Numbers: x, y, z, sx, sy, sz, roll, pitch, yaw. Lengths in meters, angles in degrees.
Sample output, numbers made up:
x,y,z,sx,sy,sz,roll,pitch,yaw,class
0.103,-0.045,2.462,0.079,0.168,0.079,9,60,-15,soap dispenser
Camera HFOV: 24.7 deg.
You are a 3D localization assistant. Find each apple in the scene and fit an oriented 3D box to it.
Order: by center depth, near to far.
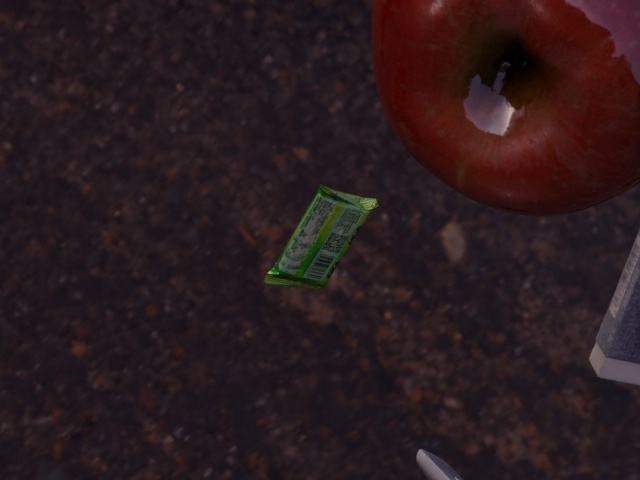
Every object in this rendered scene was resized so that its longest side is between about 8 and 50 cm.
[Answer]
x,y,z,sx,sy,sz,roll,pitch,yaw,class
0.161,-0.154,1.073,0.260,0.260,0.216,44,34,-5,apple

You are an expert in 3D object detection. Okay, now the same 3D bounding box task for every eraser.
x,y,z,sx,sy,sz,roll,pitch,yaw,class
0.382,0.063,1.653,0.092,0.212,0.046,12,24,-14,eraser

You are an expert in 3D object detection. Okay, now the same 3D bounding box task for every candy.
x,y,z,sx,sy,sz,roll,pitch,yaw,class
-0.001,-0.001,2.057,0.102,0.178,0.032,14,30,-31,candy

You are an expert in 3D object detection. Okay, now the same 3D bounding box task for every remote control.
x,y,z,sx,sy,sz,roll,pitch,yaw,class
0.161,0.289,1.624,0.050,0.027,0.184,30,5,-30,remote control
